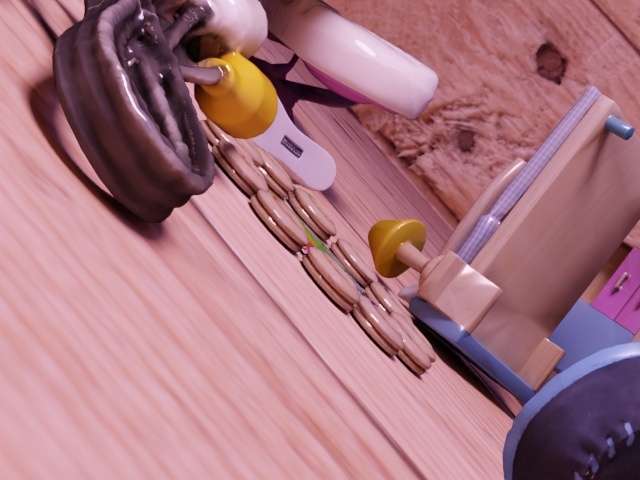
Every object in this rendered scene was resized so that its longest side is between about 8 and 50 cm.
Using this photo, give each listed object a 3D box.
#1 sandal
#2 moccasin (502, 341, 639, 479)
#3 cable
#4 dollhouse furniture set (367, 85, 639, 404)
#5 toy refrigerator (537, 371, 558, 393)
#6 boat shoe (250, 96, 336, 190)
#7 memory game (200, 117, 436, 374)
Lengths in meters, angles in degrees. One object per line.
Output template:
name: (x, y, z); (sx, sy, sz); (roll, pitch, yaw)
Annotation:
sandal: (-0.023, -0.151, 1.164); (0.169, 0.102, 0.416); (30, 6, -13)
moccasin: (0.200, 0.169, 0.550); (0.342, 0.137, 0.117); (44, 12, -30)
cable: (-0.061, -0.092, 0.556); (0.287, 0.072, 0.140); (-108, 173, -80)
dollhouse furniture set: (0.165, -0.047, 1.033); (0.198, 0.286, 0.303); (36, 0, 37)
toy refrigerator: (0.232, 0.120, 1.286); (0.269, 0.094, 0.102); (49, 13, 13)
boat shoe: (-0.033, -0.068, 0.880); (0.100, 0.035, 0.035); (41, -18, -29)
memory game: (0.000, 0.000, 0.759); (0.186, 0.012, 0.186); (48, 6, -7)
